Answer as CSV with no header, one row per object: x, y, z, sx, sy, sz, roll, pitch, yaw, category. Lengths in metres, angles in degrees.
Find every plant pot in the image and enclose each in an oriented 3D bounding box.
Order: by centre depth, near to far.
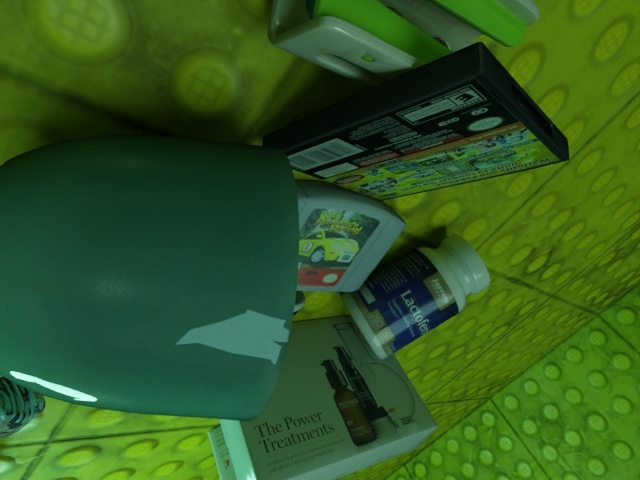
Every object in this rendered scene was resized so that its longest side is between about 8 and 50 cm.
-0.181,0.027,0.419,0.235,0.293,0.293,8,128,-22,plant pot

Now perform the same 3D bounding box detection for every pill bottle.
0.189,0.106,0.833,0.265,0.153,0.153,-32,141,-1,pill bottle

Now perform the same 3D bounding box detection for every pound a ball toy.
0.118,-0.256,0.447,0.319,0.136,0.208,7,98,-35,pound a ball toy

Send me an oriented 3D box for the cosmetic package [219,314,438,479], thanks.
-0.002,0.292,0.801,0.377,0.284,0.097,0,130,-33,cosmetic package

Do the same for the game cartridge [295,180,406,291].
0.000,0.000,0.678,0.294,0.060,0.196,6,124,-38,game cartridge

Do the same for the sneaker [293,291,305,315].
-0.135,0.138,0.711,0.217,0.079,0.121,4,128,-38,sneaker

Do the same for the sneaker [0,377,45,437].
-0.435,0.211,0.549,0.122,0.110,0.283,-6,162,-43,sneaker

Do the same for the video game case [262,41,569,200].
0.111,-0.111,0.500,0.275,0.035,0.248,-9,166,43,video game case

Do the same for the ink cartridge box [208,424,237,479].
-0.127,0.560,1.008,0.201,0.278,0.117,-25,141,-9,ink cartridge box
